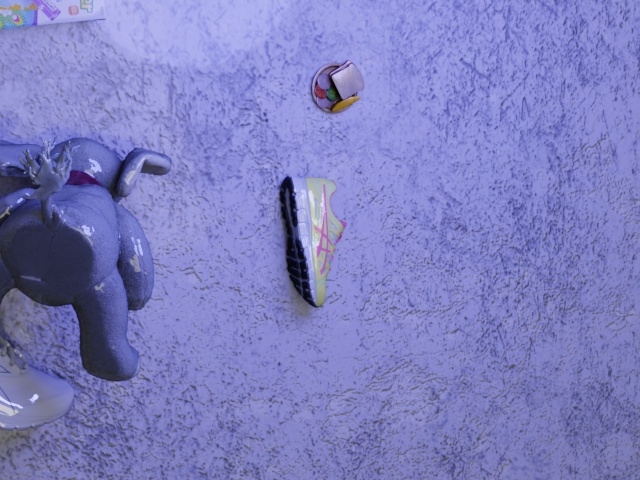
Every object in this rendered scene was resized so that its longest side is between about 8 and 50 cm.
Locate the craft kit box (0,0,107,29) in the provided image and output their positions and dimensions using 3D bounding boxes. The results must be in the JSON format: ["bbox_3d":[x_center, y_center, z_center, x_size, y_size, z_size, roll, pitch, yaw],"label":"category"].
[{"bbox_3d":[-0.421,-0.402,1.485,0.247,0.061,0.250,-12,105,-24],"label":"craft kit box"}]

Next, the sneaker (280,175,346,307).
[{"bbox_3d":[0.000,0.000,1.728,0.094,0.081,0.208,-10,103,-24],"label":"sneaker"}]

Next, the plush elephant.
[{"bbox_3d":[-0.335,-0.025,1.498,0.272,0.255,0.330,12,117,0],"label":"plush elephant"}]

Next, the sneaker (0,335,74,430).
[{"bbox_3d":[-0.467,0.167,1.533,0.297,0.111,0.129,23,101,-26],"label":"sneaker"}]

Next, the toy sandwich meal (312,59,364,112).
[{"bbox_3d":[0.028,-0.233,1.722,0.086,0.029,0.085,-5,102,-23],"label":"toy sandwich meal"}]
